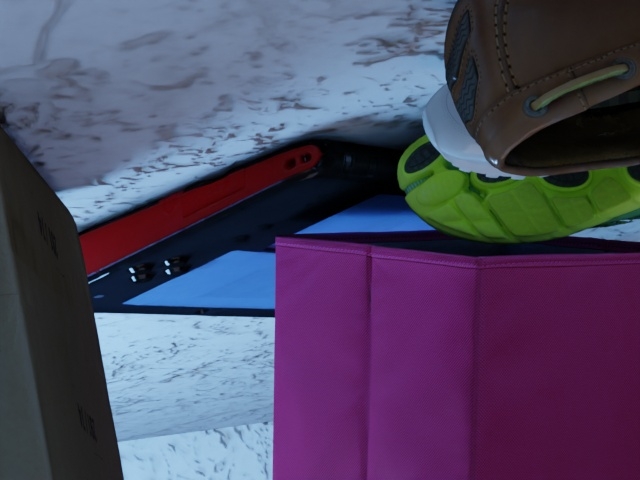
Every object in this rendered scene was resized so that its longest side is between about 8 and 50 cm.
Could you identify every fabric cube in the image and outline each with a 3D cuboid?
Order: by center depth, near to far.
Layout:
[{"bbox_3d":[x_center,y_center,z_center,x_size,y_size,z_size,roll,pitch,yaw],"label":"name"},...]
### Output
[{"bbox_3d":[0.131,0.127,1.397,0.254,0.258,0.259,-2,-175,-37],"label":"fabric cube"}]

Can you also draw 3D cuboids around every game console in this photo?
[{"bbox_3d":[0.000,0.000,1.549,0.342,0.060,0.386,-19,165,39],"label":"game console"}]

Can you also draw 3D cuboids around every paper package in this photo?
[{"bbox_3d":[-0.246,0.098,1.205,0.168,0.309,0.325,-12,169,1],"label":"paper package"}]

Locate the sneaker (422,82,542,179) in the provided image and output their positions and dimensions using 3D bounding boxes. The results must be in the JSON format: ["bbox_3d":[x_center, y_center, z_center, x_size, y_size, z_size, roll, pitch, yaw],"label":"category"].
[{"bbox_3d":[0.182,-0.105,1.185,0.235,0.090,0.095,-11,156,-12],"label":"sneaker"}]

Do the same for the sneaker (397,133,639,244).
[{"bbox_3d":[0.204,-0.047,1.365,0.295,0.109,0.123,-8,164,-9],"label":"sneaker"}]

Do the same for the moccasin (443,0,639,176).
[{"bbox_3d":[0.266,-0.098,1.060,0.380,0.147,0.139,-3,144,-19],"label":"moccasin"}]
